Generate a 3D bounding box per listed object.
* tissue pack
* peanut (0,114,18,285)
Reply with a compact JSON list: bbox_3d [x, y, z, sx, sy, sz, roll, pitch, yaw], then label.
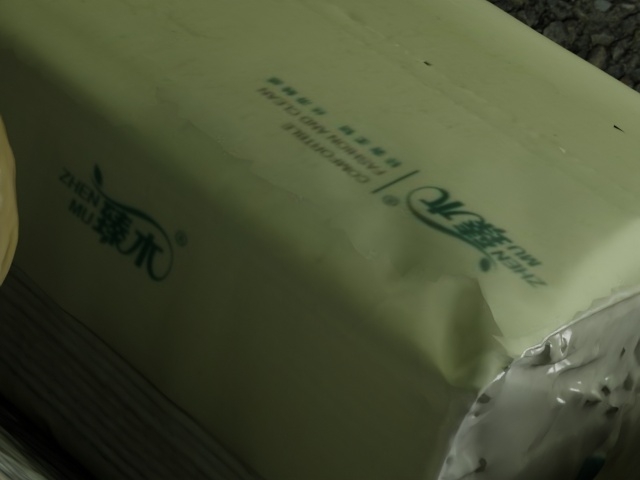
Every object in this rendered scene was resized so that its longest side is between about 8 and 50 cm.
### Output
[{"bbox_3d":[0.000,0.000,0.935,0.380,0.207,0.297,35,34,28],"label":"tissue pack"},{"bbox_3d":[-0.167,-0.051,0.465,0.228,0.104,0.085,40,-41,-26],"label":"peanut"}]
